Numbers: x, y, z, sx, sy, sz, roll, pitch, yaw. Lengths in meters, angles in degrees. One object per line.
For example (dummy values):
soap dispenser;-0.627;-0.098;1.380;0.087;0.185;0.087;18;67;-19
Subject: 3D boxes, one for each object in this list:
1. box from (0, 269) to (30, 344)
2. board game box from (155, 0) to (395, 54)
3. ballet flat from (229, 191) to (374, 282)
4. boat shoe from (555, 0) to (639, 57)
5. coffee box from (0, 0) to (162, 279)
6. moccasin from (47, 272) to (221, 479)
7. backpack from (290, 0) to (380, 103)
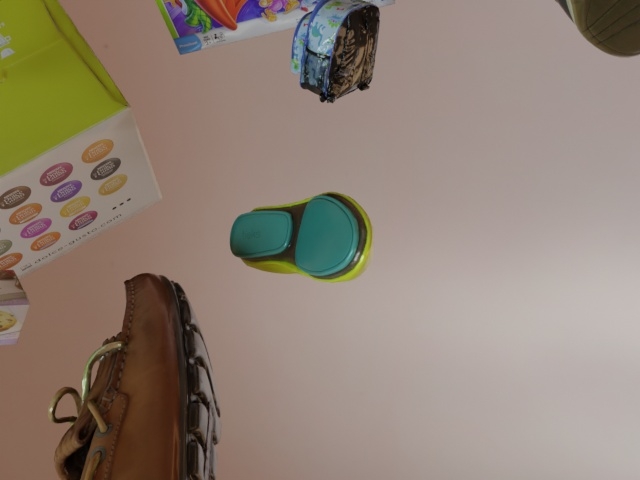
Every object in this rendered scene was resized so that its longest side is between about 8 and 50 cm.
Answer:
box;-0.463;0.076;0.918;0.324;0.063;0.067;0;-53;-41
board game box;-0.085;-0.424;1.325;0.078;0.347;0.233;-86;-20;-46
ballet flat;0.000;0.000;0.811;0.077;0.231;0.077;14;-96;-31
boat shoe;0.161;-0.189;0.553;0.223;0.080;0.073;23;-143;-47
coffee box;-0.491;-0.172;1.391;0.337;0.338;0.334;-31;-16;-13
moccasin;-0.154;0.175;0.722;0.139;0.147;0.380;79;-178;-47
backpack;0.017;-0.242;1.113;0.105;0.084;0.114;-30;-39;-48
